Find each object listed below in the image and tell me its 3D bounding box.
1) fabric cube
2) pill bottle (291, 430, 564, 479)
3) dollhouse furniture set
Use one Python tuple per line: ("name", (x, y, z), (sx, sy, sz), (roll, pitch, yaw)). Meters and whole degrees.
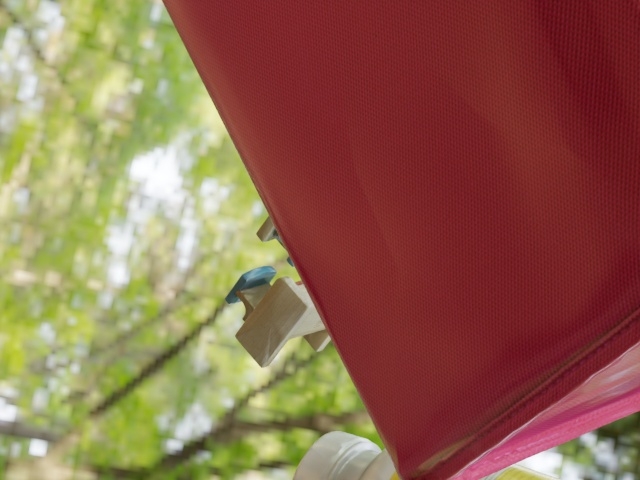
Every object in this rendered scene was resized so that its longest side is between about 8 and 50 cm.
("fabric cube", (0.120, -0.094, 0.696), (0.258, 0.259, 0.254), (65, -31, 13))
("pill bottle", (0.076, 0.164, 1.043), (0.184, 0.103, 0.103), (16, -87, 30))
("dollhouse furniture set", (0.000, 0.000, 1.619), (0.129, 0.184, 0.129), (48, -57, 19))
